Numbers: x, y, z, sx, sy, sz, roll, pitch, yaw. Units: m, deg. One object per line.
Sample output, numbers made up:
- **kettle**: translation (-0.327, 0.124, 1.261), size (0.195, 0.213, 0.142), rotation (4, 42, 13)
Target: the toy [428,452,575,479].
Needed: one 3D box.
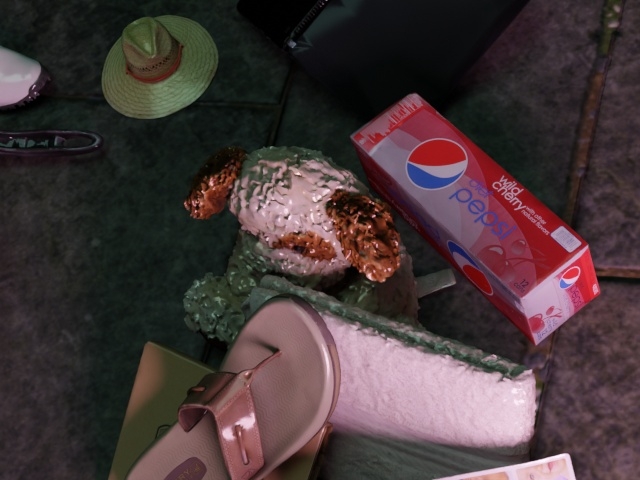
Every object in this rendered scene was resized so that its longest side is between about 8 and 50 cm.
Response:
- **toy**: translation (0.103, 0.256, 1.446), size (0.237, 0.137, 0.056), rotation (-14, 40, 7)

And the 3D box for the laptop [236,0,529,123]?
- **laptop**: translation (0.066, -0.261, 1.840), size (0.234, 0.136, 0.264), rotation (-49, 30, 4)

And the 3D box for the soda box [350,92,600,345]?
- **soda box**: translation (0.144, -0.025, 1.651), size (0.083, 0.092, 0.263), rotation (-38, 55, -9)

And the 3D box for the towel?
- **towel**: translation (0.055, 0.147, 1.510), size (0.282, 0.187, 0.049), rotation (18, 39, 27)

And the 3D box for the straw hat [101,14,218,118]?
- **straw hat**: translation (-0.185, -0.206, 1.894), size (0.144, 0.061, 0.144), rotation (-8, 55, 12)

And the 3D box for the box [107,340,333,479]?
- **box**: translation (-0.096, 0.202, 1.567), size (0.201, 0.021, 0.164), rotation (22, 102, 28)

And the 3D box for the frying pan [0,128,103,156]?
- **frying pan**: translation (-0.414, -0.083, 1.880), size (0.326, 0.053, 0.197), rotation (22, 81, 22)

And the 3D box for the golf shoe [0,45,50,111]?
- **golf shoe**: translation (-0.394, -0.204, 1.938), size (0.198, 0.094, 0.077), rotation (15, 62, 24)

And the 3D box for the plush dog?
- **plush dog**: translation (0.000, 0.000, 1.597), size (0.262, 0.225, 0.211), rotation (16, 64, 26)

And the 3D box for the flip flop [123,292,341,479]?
- **flip flop**: translation (-0.086, 0.161, 1.495), size (0.277, 0.080, 0.112), rotation (-46, 74, 23)
